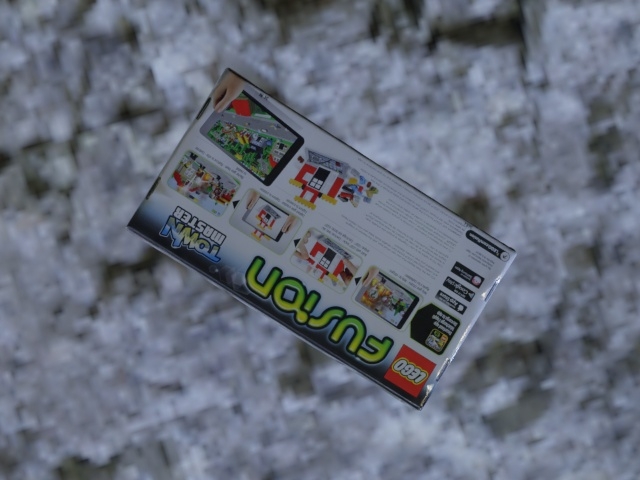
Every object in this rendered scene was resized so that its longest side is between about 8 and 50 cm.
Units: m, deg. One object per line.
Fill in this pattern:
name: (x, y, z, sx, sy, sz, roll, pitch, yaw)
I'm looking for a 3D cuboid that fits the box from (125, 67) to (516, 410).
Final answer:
box: (0.000, 0.000, 1.106, 0.207, 0.114, 0.036, 33, -6, -4)
